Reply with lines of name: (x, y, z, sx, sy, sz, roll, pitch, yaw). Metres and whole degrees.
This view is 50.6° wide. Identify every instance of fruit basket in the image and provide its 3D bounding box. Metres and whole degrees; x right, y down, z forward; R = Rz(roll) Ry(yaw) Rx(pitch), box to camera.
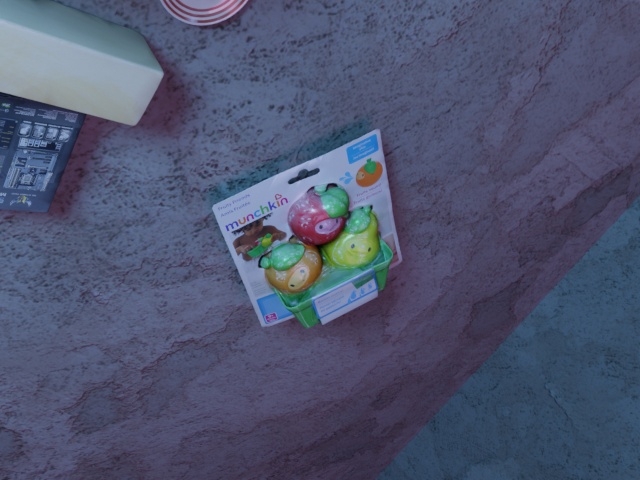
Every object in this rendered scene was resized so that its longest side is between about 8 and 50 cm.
fruit basket: (0.000, 0.000, 1.266, 0.327, 0.165, 0.353, -26, 141, -11)

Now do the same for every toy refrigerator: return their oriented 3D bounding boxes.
toy refrigerator: (-0.333, -0.221, 0.787, 0.269, 0.102, 0.094, 9, 127, -45)

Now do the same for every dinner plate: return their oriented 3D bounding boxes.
dinner plate: (-0.145, -0.342, 0.864, 0.141, 0.017, 0.141, -21, 144, -16)

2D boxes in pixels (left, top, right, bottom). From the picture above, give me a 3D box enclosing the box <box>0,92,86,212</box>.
box: (-0.438, -0.126, 0.855, 0.233, 0.059, 0.183, 3, 131, -42)
